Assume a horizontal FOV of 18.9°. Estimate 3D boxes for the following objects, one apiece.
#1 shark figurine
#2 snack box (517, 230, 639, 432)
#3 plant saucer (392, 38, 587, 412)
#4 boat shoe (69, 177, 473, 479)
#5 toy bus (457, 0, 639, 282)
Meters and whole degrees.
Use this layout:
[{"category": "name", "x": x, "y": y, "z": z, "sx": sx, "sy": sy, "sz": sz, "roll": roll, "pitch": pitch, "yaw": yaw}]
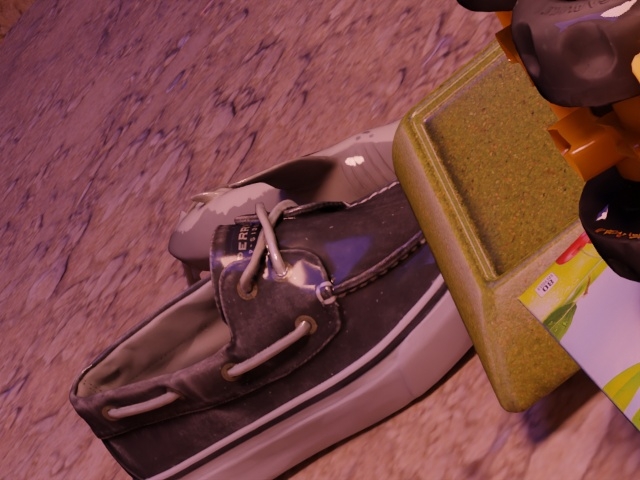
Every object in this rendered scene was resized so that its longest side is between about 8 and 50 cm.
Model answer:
[{"category": "shark figurine", "x": -0.027, "y": 0.010, "z": 1.166, "sx": 0.278, "sy": 0.116, "sz": 0.166, "roll": -21, "pitch": 1, "yaw": 44}, {"category": "snack box", "x": 0.187, "y": -0.007, "z": 0.701, "sx": 0.207, "sy": 0.070, "sz": 0.174, "roll": -47, "pitch": 18, "yaw": 6}, {"category": "plant saucer", "x": 0.116, "y": -0.046, "z": 0.871, "sx": 0.188, "sy": 0.045, "sz": 0.188, "roll": -39, "pitch": 41, "yaw": 16}, {"category": "boat shoe", "x": -0.015, "y": 0.038, "z": 1.031, "sx": 0.335, "sy": 0.119, "sz": 0.121, "roll": -40, "pitch": 21, "yaw": 29}, {"category": "toy bus", "x": 0.165, "y": -0.074, "z": 0.596, "sx": 0.211, "sy": 0.149, "sz": 0.220, "roll": -29, "pitch": 25, "yaw": 4}]
